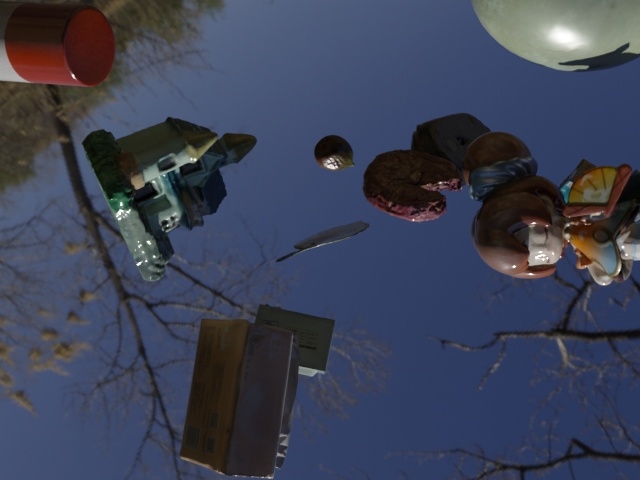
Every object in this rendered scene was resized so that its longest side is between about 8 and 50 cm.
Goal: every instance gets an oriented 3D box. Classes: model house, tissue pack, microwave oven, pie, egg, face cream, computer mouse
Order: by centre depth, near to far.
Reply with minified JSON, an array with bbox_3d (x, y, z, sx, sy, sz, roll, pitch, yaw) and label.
[{"bbox_3d":[-0.364,-0.240,0.911,0.214,0.096,0.096,9,-134,21],"label":"face cream"},{"bbox_3d":[0.405,-0.405,1.210,0.258,0.352,0.258,-172,-90,-79],"label":"egg"},{"bbox_3d":[-0.253,-0.118,1.455,0.325,0.267,0.194,-26,-135,-15],"label":"model house"},{"bbox_3d":[0.189,-0.119,1.552,0.204,0.054,0.218,12,-140,9],"label":"pie"},{"bbox_3d":[-0.145,0.331,1.596,0.238,0.238,0.305,-4,-106,48],"label":"tissue pack"},{"bbox_3d":[0.619,-0.093,1.673,0.082,0.169,0.120,-54,171,-21],"label":"tissue pack"},{"bbox_3d":[0.315,-0.214,1.819,0.116,0.183,0.323,-35,172,39],"label":"computer mouse"},{"bbox_3d":[-0.075,0.266,1.991,0.122,0.208,0.162,92,10,-77],"label":"microwave oven"}]

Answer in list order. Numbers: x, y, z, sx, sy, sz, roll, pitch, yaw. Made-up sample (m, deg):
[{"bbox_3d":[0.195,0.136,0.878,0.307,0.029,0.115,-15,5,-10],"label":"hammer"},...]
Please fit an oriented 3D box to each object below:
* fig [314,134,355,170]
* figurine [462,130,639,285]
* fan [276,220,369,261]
[{"bbox_3d":[0.052,-0.257,2.300,0.109,0.155,0.103,-21,-125,26],"label":"fig"},{"bbox_3d":[0.438,-0.039,1.327,0.388,0.276,0.248,3,-143,25],"label":"figurine"},{"bbox_3d":[0.000,0.001,2.124,0.335,0.011,0.230,-25,-168,-38],"label":"fan"}]
